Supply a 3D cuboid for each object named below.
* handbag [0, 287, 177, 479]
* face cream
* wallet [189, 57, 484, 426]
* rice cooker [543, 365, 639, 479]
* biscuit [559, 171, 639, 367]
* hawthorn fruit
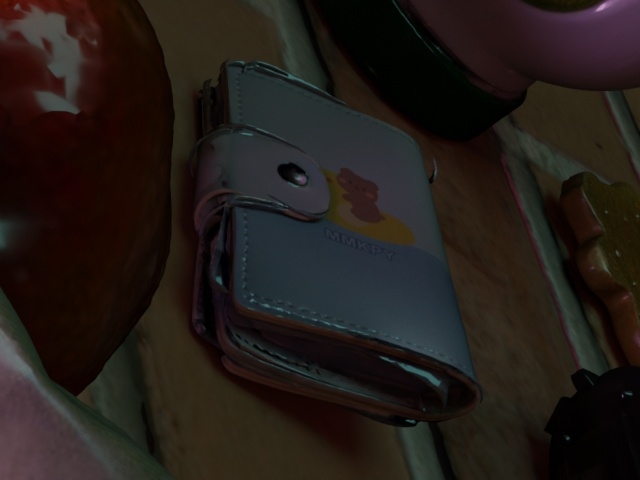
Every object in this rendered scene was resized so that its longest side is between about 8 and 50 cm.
[{"bbox_3d":[-0.218,0.026,0.542,0.316,0.253,0.109,55,-16,1],"label":"handbag"},{"bbox_3d":[0.182,-0.251,1.407,0.312,0.357,0.219,47,26,-15],"label":"face cream"},{"bbox_3d":[0.000,0.000,1.121,0.170,0.069,0.231,22,33,-21],"label":"wallet"},{"bbox_3d":[0.205,0.153,1.239,0.106,0.112,0.165,25,38,-37],"label":"rice cooker"},{"bbox_3d":[0.251,0.051,1.535,0.166,0.036,0.225,10,53,-56],"label":"biscuit"},{"bbox_3d":[-0.152,-0.019,0.735,0.224,0.224,0.261,63,5,18],"label":"hawthorn fruit"}]
